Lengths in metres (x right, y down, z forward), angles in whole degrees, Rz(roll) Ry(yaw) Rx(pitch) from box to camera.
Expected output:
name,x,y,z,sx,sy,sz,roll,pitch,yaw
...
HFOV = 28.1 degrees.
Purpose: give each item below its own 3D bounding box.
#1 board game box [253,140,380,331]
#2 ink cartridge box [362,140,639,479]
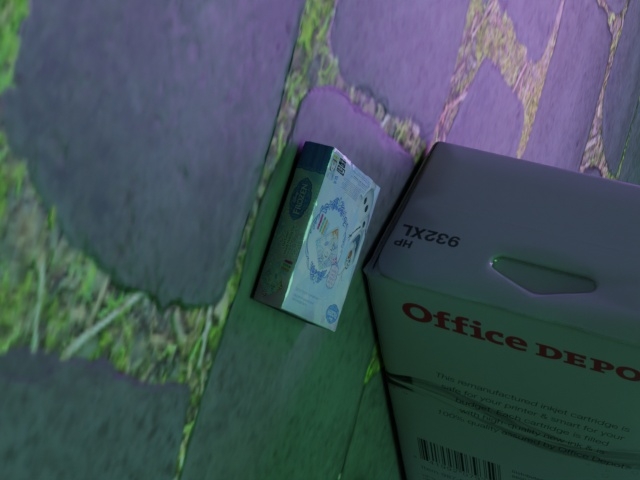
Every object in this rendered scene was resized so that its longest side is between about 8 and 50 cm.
name,x,y,z,sx,sy,sz,roll,pitch,yaw
board game box,0.000,0.000,0.708,0.090,0.020,0.090,33,72,-68
ink cartridge box,0.172,0.094,0.914,0.307,0.223,0.129,77,34,-50
